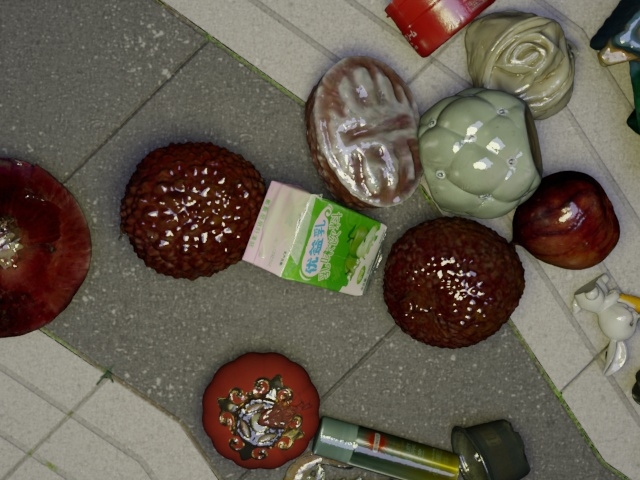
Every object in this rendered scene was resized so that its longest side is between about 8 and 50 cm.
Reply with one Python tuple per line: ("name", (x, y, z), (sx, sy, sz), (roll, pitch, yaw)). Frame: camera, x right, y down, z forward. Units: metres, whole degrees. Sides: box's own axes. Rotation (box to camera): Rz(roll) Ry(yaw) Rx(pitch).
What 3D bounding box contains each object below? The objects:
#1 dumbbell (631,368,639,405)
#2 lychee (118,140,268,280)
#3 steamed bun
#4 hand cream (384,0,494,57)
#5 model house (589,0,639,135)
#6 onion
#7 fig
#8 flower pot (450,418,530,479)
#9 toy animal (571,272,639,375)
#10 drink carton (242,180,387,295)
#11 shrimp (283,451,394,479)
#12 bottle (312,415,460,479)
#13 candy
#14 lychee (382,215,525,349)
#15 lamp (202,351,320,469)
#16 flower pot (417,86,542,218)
("dumbbell", (0.723, 0.345, 1.819), (0.192, 0.192, 0.289), (-19, 93, -2))
("lychee", (-0.240, -0.056, 1.715), (0.300, 0.264, 0.264), (-11, 94, 15))
("steamed bun", (0.393, -0.338, 1.783), (0.211, 0.144, 0.217), (-5, 94, -3))
("hand cream", (0.227, -0.444, 1.747), (0.193, 0.193, 0.125), (-39, 93, 0))
("model house", (0.688, -0.319, 1.733), (0.343, 0.334, 0.382), (-16, 99, 9))
("onion", (-0.587, 0.017, 1.689), (0.348, 0.285, 0.347), (0, 89, -20))
("fig", (0.438, -0.030, 1.802), (0.250, 0.204, 0.186), (-17, 58, 31))
("flower pot", (0.337, 0.423, 1.831), (0.107, 0.157, 0.157), (-17, 94, -14))
("toy animal", (0.581, 0.164, 1.862), (0.127, 0.131, 0.181), (-37, 87, 32))
("drink carton", (0.000, 0.000, 1.720), (0.108, 0.271, 0.161), (21, 92, 37))
("shrimp", (0.034, 0.479, 1.867), (0.224, 0.047, 0.126), (-9, 84, -1))
("bottle", (0.127, 0.422, 1.847), (0.286, 0.082, 0.082), (16, 92, -3))
("candy", (0.083, -0.197, 1.772), (0.214, 0.157, 0.289), (-15, 88, -20))
("lychee", (0.247, 0.077, 1.758), (0.261, 0.260, 0.260), (0, 93, -3))
("lamp", (-0.112, 0.322, 1.766), (0.227, 0.227, 0.226), (0, 93, -3))
("flower pot", (0.297, -0.161, 1.717), (0.195, 0.246, 0.246), (-13, 94, 21))
